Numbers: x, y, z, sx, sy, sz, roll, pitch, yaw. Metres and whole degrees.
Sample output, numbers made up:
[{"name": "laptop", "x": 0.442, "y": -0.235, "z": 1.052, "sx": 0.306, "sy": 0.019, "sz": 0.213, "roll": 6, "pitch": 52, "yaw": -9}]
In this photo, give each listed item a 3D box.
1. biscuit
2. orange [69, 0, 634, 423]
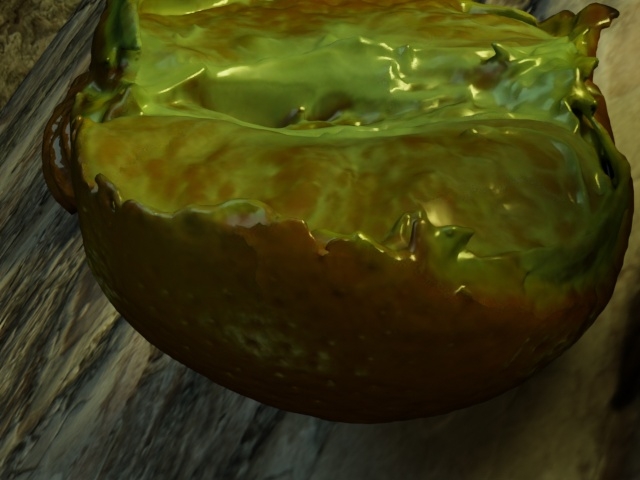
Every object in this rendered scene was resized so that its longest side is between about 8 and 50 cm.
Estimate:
[{"name": "biscuit", "x": -0.210, "y": -0.178, "z": 1.437, "sx": 0.325, "sy": 0.107, "sz": 0.326, "roll": -36, "pitch": 26, "yaw": 20}, {"name": "orange", "x": 0.005, "y": -0.038, "z": 0.622, "sx": 0.335, "sy": 0.262, "sz": 0.196, "roll": -97, "pitch": 25, "yaw": -48}]
